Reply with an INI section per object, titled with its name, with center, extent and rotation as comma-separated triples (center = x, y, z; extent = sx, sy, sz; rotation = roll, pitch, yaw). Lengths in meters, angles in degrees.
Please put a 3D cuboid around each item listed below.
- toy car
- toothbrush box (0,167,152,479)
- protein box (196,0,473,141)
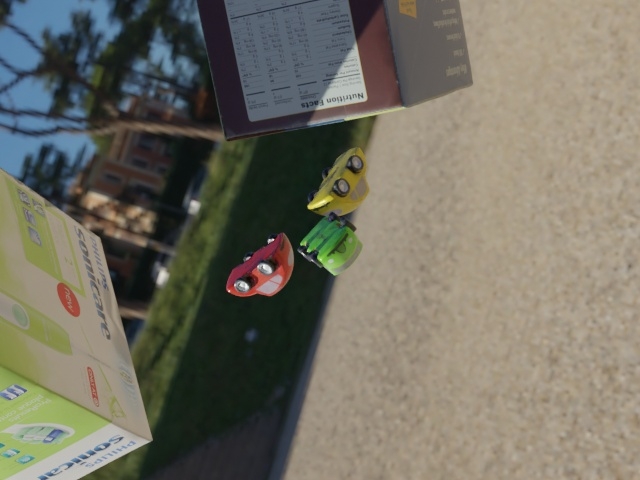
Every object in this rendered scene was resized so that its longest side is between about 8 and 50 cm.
[toy car]
center = 0.000, 0.000, 1.458
extent = 0.239, 0.053, 0.225
rotation = -48, 18, -3
[toothbrush box]
center = -0.267, 0.049, 0.924
extent = 0.283, 0.122, 0.206
rotation = 46, -161, -55
[protein box]
center = 0.009, -0.192, 0.907
extent = 0.200, 0.136, 0.201
rotation = -30, -69, -66
